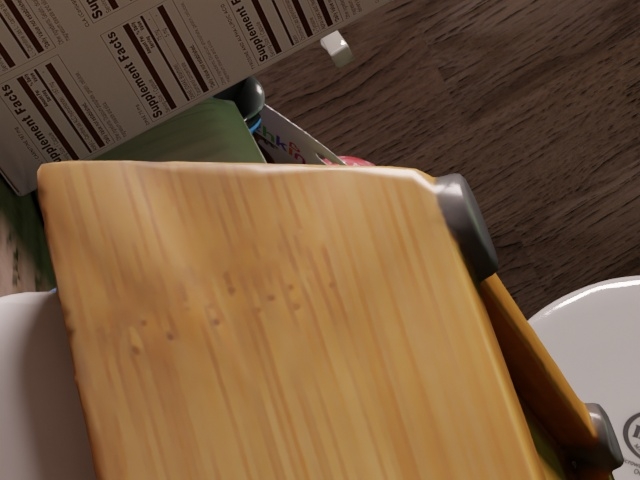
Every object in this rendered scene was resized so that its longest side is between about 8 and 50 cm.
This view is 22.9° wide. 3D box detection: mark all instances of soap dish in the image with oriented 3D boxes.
[{"bbox_3d":[0.035,0.120,0.414,0.291,0.118,0.229,46,24,-64],"label":"soap dish"}]

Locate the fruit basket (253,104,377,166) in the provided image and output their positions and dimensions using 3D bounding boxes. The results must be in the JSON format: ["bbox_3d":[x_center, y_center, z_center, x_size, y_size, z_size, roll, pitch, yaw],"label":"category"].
[{"bbox_3d":[0.000,0.000,1.545,0.327,0.165,0.353,37,-13,10],"label":"fruit basket"}]

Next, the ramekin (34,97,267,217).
[{"bbox_3d":[-0.055,0.022,0.828,0.207,0.109,0.207,61,0,0],"label":"ramekin"}]

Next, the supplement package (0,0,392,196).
[{"bbox_3d":[-0.104,-0.168,0.722,0.194,0.203,0.149,62,0,39],"label":"supplement package"}]

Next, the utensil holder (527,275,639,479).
[{"bbox_3d":[0.282,0.229,1.413,0.327,0.327,0.385,62,-5,20],"label":"utensil holder"}]

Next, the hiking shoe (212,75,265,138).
[{"bbox_3d":[-0.097,-0.077,1.290,0.113,0.132,0.304,62,0,9],"label":"hiking shoe"}]

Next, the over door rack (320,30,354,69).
[{"bbox_3d":[-0.127,-0.234,1.701,0.324,0.239,0.108,61,5,32],"label":"over door rack"}]

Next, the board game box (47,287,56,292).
[{"bbox_3d":[-0.038,0.103,0.649,0.194,0.060,0.194,59,4,-34],"label":"board game box"}]
